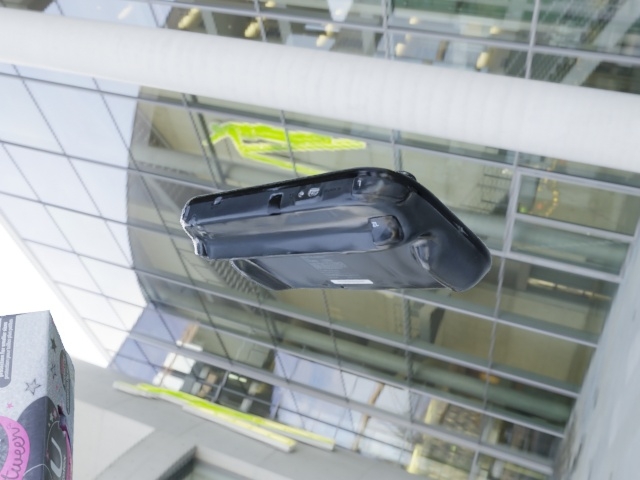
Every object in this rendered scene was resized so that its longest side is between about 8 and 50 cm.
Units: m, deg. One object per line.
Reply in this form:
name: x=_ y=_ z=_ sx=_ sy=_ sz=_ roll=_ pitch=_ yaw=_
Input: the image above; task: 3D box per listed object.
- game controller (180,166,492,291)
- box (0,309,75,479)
game controller: x=0.000 y=0.000 z=0.646 sx=0.166 sy=0.319 sz=0.067 roll=28 pitch=-110 yaw=-38
box: x=-0.362 y=0.218 z=0.736 sx=0.142 sy=0.163 sz=0.247 roll=96 pitch=163 yaw=-51
